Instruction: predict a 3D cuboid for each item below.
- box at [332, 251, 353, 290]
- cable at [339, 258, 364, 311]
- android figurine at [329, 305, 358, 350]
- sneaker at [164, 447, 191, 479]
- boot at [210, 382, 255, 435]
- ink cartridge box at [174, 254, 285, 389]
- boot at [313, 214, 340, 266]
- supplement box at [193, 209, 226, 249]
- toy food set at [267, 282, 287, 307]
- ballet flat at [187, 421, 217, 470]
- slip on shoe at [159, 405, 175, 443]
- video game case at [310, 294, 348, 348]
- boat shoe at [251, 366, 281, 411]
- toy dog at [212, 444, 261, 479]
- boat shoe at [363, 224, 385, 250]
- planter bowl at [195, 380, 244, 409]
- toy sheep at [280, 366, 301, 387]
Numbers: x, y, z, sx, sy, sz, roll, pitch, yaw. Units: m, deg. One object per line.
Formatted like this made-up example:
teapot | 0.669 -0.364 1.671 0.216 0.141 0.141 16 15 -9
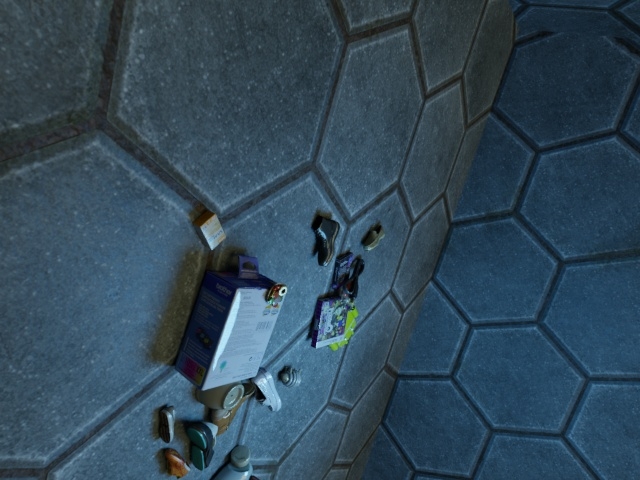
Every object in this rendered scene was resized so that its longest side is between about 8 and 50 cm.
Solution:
box | 0.105 0.143 2.024 0.116 0.029 0.162 -26 132 -50
cable | 0.146 0.192 2.060 0.139 0.072 0.287 52 38 -38
android figurine | 0.115 0.456 2.228 0.248 0.056 0.273 -54 145 -22
sneaker | -0.500 0.774 1.467 0.067 0.064 0.175 -35 135 -27
boot | -0.337 0.643 1.631 0.197 0.073 0.153 -20 128 -41
ink cartridge box | -0.272 0.250 1.382 0.270 0.151 0.396 13 100 -60
boot | 0.000 0.000 1.733 0.137 0.076 0.198 22 78 -55
supplement box | -0.319 -0.029 1.231 0.062 0.036 0.099 -47 145 -29
toy food set | -0.142 0.177 1.379 0.083 0.020 0.083 32 81 -61
ballet flat | -0.421 0.713 1.531 0.096 0.095 0.281 -46 155 -48
slip on shoe | -0.490 0.593 1.376 0.041 0.051 0.136 -35 133 -59
video game case | 0.050 0.381 2.032 0.210 0.041 0.232 -1 102 -49
boat shoe | -0.235 0.637 1.775 0.084 0.095 0.258 -37 128 -34
toy dog | -0.374 1.015 1.726 0.334 0.160 0.220 -48 144 -29
boat shoe | 0.264 -0.018 2.143 0.190 0.068 0.072 -45 132 -48
planter bowl | -0.340 0.526 1.503 0.162 0.109 0.162 -35 137 -42
toy sheep | -0.129 0.619 1.923 0.132 0.091 0.091 27 87 -41
